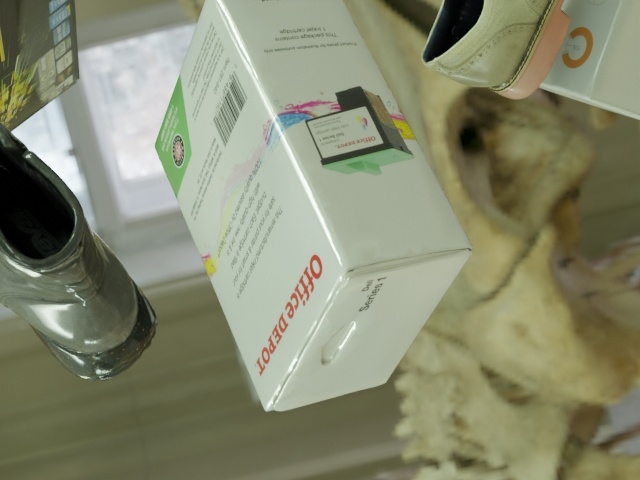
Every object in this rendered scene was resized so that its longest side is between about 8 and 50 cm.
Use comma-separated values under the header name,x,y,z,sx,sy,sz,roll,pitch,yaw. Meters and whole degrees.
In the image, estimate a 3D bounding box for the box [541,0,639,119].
name,x,y,z,sx,sy,sz,roll,pitch,yaw
box,0.371,-0.337,1.882,0.215,0.168,0.345,29,102,54

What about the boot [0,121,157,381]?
name,x,y,z,sx,sy,sz,roll,pitch,yaw
boot,-0.266,-0.049,1.155,0.338,0.118,0.223,30,160,25

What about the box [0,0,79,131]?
name,x,y,z,sx,sy,sz,roll,pitch,yaw
box,-0.427,-0.218,1.754,0.097,0.318,0.395,42,156,12

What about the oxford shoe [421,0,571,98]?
name,x,y,z,sx,sy,sz,roll,pitch,yaw
oxford shoe,0.226,-0.354,1.713,0.140,0.146,0.397,40,119,58

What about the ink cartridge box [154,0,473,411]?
name,x,y,z,sx,sy,sz,roll,pitch,yaw
ink cartridge box,-0.016,-0.037,1.215,0.278,0.117,0.201,65,148,28
